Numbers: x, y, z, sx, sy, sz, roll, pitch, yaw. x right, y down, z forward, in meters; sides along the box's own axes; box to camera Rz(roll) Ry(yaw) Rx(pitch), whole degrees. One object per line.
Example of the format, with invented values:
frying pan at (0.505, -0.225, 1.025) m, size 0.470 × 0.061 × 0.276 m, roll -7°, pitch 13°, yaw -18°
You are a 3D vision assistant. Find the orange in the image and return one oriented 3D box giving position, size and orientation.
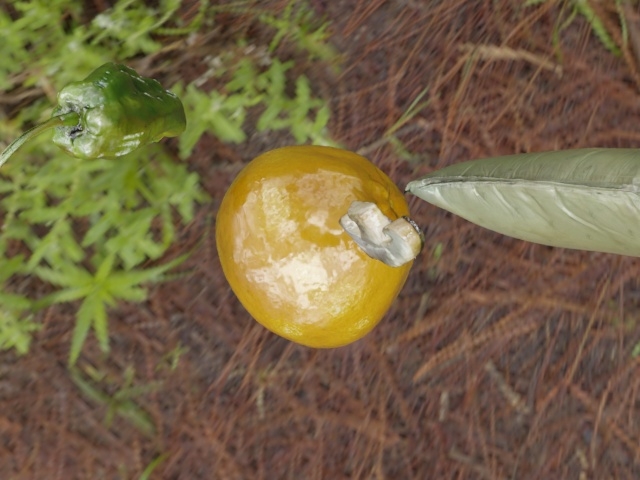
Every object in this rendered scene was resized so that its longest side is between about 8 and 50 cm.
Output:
orange at (0.000, 0.000, 1.261) m, size 0.136 × 0.159 × 0.159 m, roll -30°, pitch 98°, yaw 24°

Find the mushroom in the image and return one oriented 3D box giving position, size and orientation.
mushroom at (0.039, -0.004, 1.121) m, size 0.019 × 0.101 × 0.049 m, roll -39°, pitch 105°, yaw -17°

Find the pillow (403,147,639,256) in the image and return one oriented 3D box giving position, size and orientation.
pillow at (0.224, -0.024, 1.174) m, size 0.302 × 0.185 × 0.075 m, roll 4°, pitch 86°, yaw 49°

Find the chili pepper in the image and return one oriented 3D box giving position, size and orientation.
chili pepper at (-0.156, -0.092, 1.257) m, size 0.072 × 0.204 × 0.073 m, roll 18°, pitch 104°, yaw 15°
